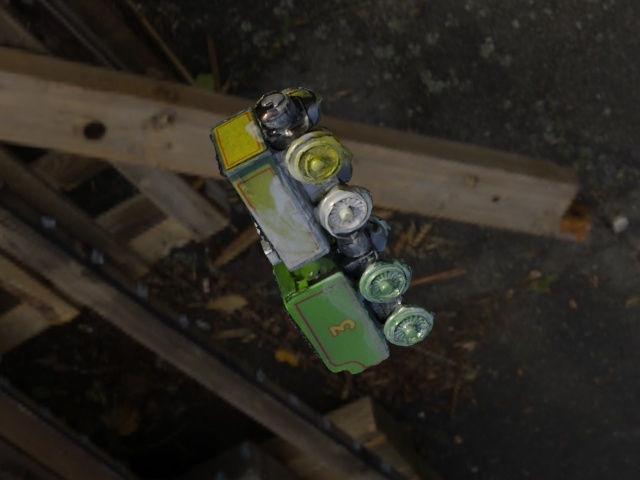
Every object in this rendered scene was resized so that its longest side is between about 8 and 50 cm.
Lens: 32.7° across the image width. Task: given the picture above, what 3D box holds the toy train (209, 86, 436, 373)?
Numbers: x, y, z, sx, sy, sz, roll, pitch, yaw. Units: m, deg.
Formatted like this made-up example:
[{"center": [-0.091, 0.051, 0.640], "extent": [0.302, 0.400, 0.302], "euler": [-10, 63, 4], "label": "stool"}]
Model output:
[{"center": [0.000, 0.000, 0.633], "extent": [0.081, 0.060, 0.202], "euler": [-27, 130, 5], "label": "toy train"}]
